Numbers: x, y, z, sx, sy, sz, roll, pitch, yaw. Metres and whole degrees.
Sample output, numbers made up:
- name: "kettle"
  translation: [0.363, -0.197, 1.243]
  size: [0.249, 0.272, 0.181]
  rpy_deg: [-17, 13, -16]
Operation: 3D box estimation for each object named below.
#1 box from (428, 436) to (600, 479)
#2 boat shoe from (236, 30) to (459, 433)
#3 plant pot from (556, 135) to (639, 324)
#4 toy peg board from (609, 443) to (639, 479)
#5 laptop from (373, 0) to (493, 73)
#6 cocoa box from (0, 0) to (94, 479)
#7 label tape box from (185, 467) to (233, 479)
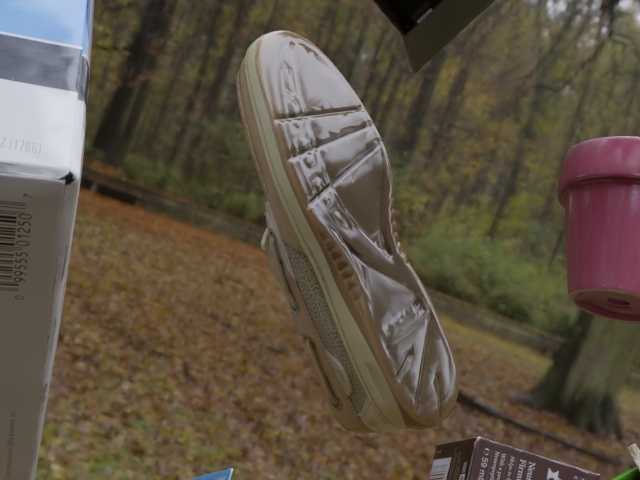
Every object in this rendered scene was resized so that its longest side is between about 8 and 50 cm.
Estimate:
- name: "box"
  translation: [0.272, 0.401, 1.649]
  size: [0.203, 0.168, 0.167]
  rpy_deg: [18, -19, -11]
- name: "boat shoe"
  translation: [0.000, 0.000, 0.812]
  size: [0.098, 0.302, 0.109]
  rpy_deg: [-19, 5, 43]
- name: "plant pot"
  translation: [0.378, -0.003, 1.342]
  size: [0.201, 0.180, 0.201]
  rpy_deg: [13, -16, 4]
- name: "toy peg board"
  translation: [0.481, 0.408, 1.607]
  size: [0.160, 0.079, 0.161]
  rpy_deg: [51, 13, -31]
- name: "laptop"
  translation: [0.201, -0.507, 1.735]
  size: [0.408, 0.382, 0.236]
  rpy_deg: [45, 3, -25]
- name: "cocoa box"
  translation: [-0.278, -0.018, 0.719]
  size: [0.232, 0.347, 0.228]
  rpy_deg: [7, 47, -13]
- name: "label tape box"
  translation: [-0.157, 0.498, 1.491]
  size: [0.115, 0.347, 0.249]
  rpy_deg: [21, -26, -22]
